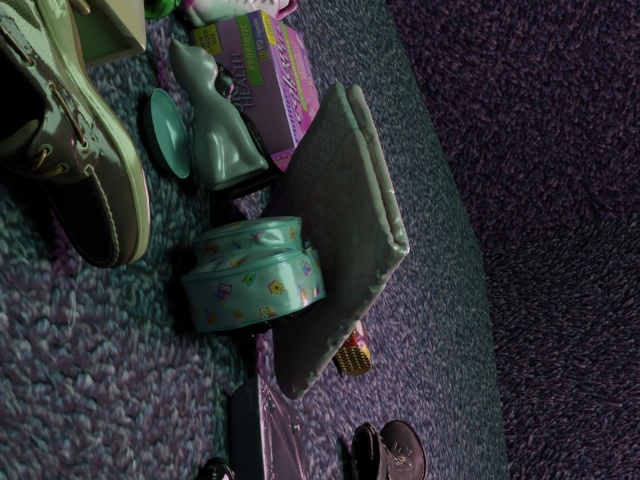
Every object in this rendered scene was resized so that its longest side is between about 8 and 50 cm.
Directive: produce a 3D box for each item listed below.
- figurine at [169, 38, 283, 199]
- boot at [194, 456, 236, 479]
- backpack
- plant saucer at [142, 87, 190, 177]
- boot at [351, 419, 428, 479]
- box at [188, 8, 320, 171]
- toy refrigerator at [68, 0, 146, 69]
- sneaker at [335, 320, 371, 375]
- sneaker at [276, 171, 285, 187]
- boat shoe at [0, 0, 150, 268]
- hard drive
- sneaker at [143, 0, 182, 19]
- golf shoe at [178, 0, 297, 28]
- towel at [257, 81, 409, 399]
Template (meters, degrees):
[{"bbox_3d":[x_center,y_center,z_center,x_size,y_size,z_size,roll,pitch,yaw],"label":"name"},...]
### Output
[{"bbox_3d":[-0.142,-0.172,1.809,0.215,0.092,0.209,25,42,-83],"label":"figurine"},{"bbox_3d":[-0.110,0.313,1.504,0.121,0.045,0.099,64,13,-13],"label":"boot"},{"bbox_3d":[-0.086,0.047,1.626,0.188,0.166,0.144,-51,129,-74],"label":"backpack"},{"bbox_3d":[-0.199,-0.134,1.683,0.119,0.021,0.119,-15,90,-77],"label":"plant saucer"},{"bbox_3d":[0.111,0.373,2.231,0.229,0.091,0.263,61,21,-46],"label":"boot"},{"bbox_3d":[-0.086,-0.221,2.030,0.243,0.117,0.213,0,75,-76],"label":"box"},{"bbox_3d":[-0.282,-0.281,1.342,0.269,0.102,0.094,54,25,-57],"label":"toy refrigerator"},{"bbox_3d":[0.036,0.145,2.251,0.084,0.070,0.185,-102,175,-53],"label":"sneaker"},{"bbox_3d":[-0.015,-0.054,2.190,0.330,0.122,0.146,-90,177,-51],"label":"sneaker"},{"bbox_3d":[-0.269,-0.108,1.234,0.123,0.123,0.342,-42,127,-41],"label":"boat shoe"},{"bbox_3d":[-0.060,0.317,1.679,0.172,0.054,0.254,54,24,-56],"label":"hard drive"},{"bbox_3d":[-0.240,-0.425,1.606,0.146,0.134,0.343,-81,151,-47],"label":"sneaker"},{"bbox_3d":[-0.129,-0.380,1.990,0.306,0.140,0.115,-10,87,-75],"label":"golf shoe"},{"bbox_3d":[0.000,0.000,1.800,0.332,0.053,0.317,-58,-146,42],"label":"towel"}]
